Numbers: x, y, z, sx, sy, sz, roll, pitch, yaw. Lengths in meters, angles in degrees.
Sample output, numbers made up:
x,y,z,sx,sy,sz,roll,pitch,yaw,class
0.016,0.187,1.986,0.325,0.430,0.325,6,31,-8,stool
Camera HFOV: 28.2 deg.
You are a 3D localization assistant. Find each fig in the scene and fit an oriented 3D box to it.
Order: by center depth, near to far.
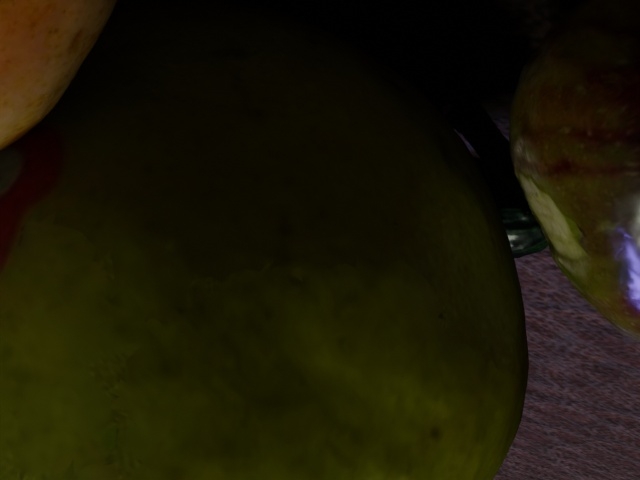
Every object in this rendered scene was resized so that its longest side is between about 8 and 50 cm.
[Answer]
x,y,z,sx,sy,sz,roll,pitch,yaw,class
0.113,-0.030,0.499,0.149,0.149,0.245,27,172,-20,fig

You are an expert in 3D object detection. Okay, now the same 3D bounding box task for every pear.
x,y,z,sx,sy,sz,roll,pitch,yaw,class
-0.065,0.022,0.557,0.287,0.375,0.287,-9,130,-11,pear

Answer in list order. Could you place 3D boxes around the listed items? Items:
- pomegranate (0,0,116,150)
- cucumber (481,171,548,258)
x,y,z,sx,sy,sz,roll,pitch,yaw,class
-0.148,-0.118,0.383,0.207,0.207,0.207,18,161,6,pomegranate
0.030,-0.025,0.702,0.215,0.052,0.058,11,124,19,cucumber
